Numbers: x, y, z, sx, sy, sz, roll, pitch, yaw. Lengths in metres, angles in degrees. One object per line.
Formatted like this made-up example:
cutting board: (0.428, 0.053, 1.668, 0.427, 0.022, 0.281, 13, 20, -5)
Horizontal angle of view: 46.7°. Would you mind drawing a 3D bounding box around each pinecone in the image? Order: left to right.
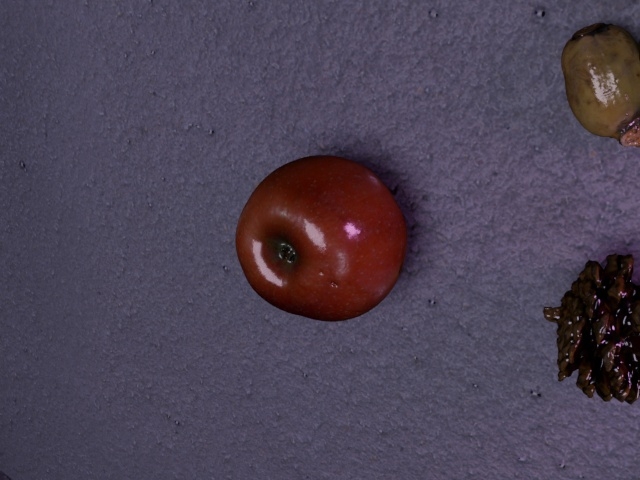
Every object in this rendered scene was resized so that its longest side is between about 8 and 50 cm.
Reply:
pinecone: (0.497, 0.144, 1.203, 0.257, 0.243, 0.243, 5, 117, -11)

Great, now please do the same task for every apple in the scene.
apple: (0.000, 0.000, 1.470, 0.348, 0.277, 0.349, 13, 114, 31)

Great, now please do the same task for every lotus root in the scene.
lotus root: (0.455, -0.233, 1.157, 0.125, 0.118, 0.221, -20, 92, 56)

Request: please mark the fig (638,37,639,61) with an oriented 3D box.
fig: (0.517, -0.239, 0.996, 0.190, 0.290, 0.191, 16, 126, 24)
